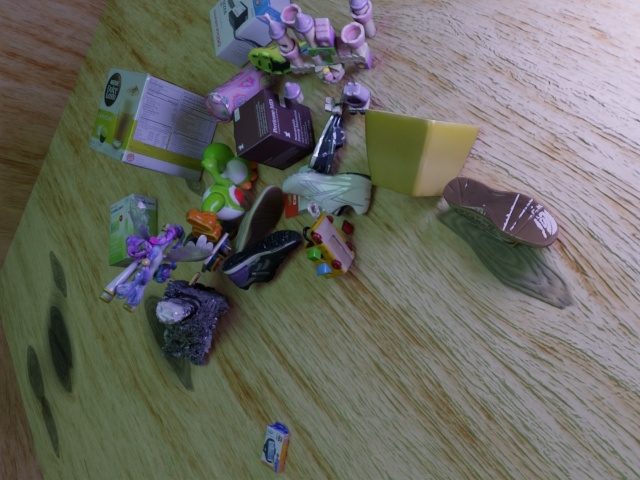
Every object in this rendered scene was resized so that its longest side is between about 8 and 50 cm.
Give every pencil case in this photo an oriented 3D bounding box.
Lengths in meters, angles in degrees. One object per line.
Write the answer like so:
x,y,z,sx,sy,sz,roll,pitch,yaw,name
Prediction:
-0.266,-0.517,1.827,0.124,0.124,0.284,6,45,43,pencil case

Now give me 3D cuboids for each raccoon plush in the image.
-0.494,0.308,1.814,0.216,0.446,0.299,21,96,17,raccoon plush

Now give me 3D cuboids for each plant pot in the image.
0.241,-0.216,1.352,0.212,0.212,0.187,23,111,43,plant pot

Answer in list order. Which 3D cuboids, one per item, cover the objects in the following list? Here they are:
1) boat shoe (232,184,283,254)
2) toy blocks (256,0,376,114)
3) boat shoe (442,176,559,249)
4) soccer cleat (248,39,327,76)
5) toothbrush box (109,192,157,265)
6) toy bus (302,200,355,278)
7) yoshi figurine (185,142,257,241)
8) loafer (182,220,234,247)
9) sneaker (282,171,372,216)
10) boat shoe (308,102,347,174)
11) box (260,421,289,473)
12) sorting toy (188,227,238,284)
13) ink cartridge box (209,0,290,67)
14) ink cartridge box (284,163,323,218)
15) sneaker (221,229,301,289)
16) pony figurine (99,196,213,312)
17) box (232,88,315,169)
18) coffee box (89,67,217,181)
-0.222,-0.061,1.812,0.098,0.109,0.302,44,119,41,boat shoe
-0.004,-0.552,1.523,0.288,0.260,0.309,3,78,19,toy blocks
0.416,-0.059,1.240,0.104,0.089,0.285,-48,52,-7,boat shoe
-0.095,-0.614,1.764,0.289,0.093,0.121,5,63,19,soccer cleat
-0.824,-0.037,2.360,0.206,0.122,0.284,-16,70,40,toothbrush box
0.005,0.012,1.525,0.104,0.190,0.202,-20,69,39,toy bus
-0.368,-0.195,1.868,0.203,0.203,0.362,-1,58,43,yoshi figurine
-0.414,-0.035,2.010,0.251,0.094,0.087,-30,39,26,loafer
0.012,-0.138,1.578,0.297,0.111,0.130,6,95,30,sneaker
0.038,-0.316,1.649,0.084,0.079,0.233,163,129,-85,boat shoe
-0.139,0.635,1.657,0.081,0.028,0.136,9,90,44,box
-0.355,0.060,1.847,0.275,0.046,0.132,-56,4,-22,sorting toy
-0.260,-0.825,1.972,0.307,0.129,0.223,-27,65,37,ink cartridge box
-0.065,-0.160,1.726,0.179,0.045,0.146,-13,73,38,ink cartridge box
-0.172,0.067,1.760,0.283,0.124,0.107,-25,28,16,sneaker
-0.553,0.049,1.748,0.364,0.302,0.351,-58,14,-25,pony figurine
-0.150,-0.351,1.730,0.167,0.203,0.169,-23,68,38,box
-0.656,-0.459,2.129,0.337,0.338,0.335,24,98,42,coffee box
